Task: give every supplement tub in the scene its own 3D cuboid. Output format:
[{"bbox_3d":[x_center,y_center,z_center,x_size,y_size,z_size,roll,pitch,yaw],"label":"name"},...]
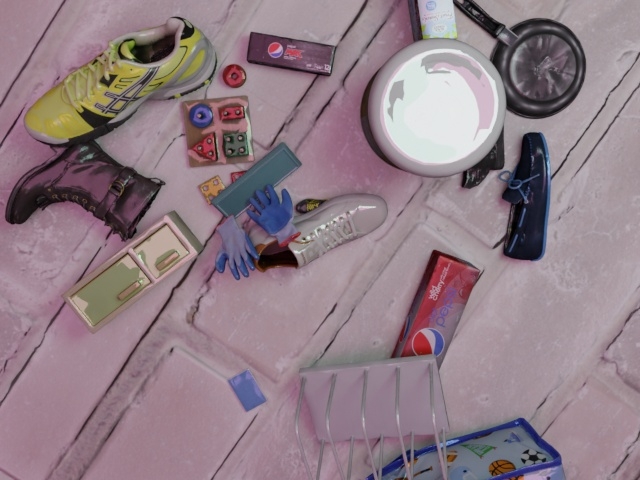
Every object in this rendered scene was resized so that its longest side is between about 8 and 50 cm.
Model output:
[{"bbox_3d":[0.189,-0.233,1.342,0.228,0.316,0.229,0,98,0],"label":"supplement tub"}]

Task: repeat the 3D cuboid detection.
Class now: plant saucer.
[{"bbox_3d":[-0.128,-0.113,1.491,0.192,0.018,0.067,-38,121,7],"label":"plant saucer"}]

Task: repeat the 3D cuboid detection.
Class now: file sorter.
[{"bbox_3d":[0.101,0.362,1.447,0.277,0.173,0.193,-8,118,12],"label":"file sorter"}]

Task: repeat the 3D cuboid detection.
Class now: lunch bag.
[{"bbox_3d":[0.296,0.582,1.501,0.385,0.239,0.328,-17,100,-5],"label":"lunch bag"}]

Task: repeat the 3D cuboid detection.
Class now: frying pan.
[{"bbox_3d":[0.404,-0.396,1.461,0.197,0.053,0.326,-28,100,2],"label":"frying pan"}]

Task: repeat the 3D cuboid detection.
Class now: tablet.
[{"bbox_3d":[-0.155,0.317,1.572,0.054,0.006,0.083,-29,96,4],"label":"tablet"}]

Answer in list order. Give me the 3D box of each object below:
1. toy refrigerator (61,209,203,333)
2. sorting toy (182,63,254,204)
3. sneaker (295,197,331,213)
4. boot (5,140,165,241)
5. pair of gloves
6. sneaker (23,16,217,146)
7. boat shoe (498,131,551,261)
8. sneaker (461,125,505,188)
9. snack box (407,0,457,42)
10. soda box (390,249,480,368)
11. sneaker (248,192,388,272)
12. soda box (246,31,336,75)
[{"bbox_3d":[-0.375,0.062,1.491,0.269,0.094,0.102,-37,96,4],"label":"toy refrigerator"},{"bbox_3d":[-0.204,-0.208,1.479,0.132,0.046,0.275,-5,98,0],"label":"sorting toy"},{"bbox_3d":[-0.009,-0.072,1.504,0.083,0.035,0.031,-7,97,0],"label":"sneaker"},{"bbox_3d":[-0.466,-0.077,1.472,0.229,0.091,0.263,41,94,-5],"label":"boot"},{"bbox_3d":[-0.131,-0.016,1.445,0.198,0.159,0.023,-36,140,7],"label":"pair of gloves"},{"bbox_3d":[-0.390,-0.311,1.393,0.384,0.147,0.145,-29,68,-2],"label":"sneaker"},{"bbox_3d":[0.404,-0.084,1.473,0.088,0.109,0.259,-1,96,3],"label":"boat shoe"},{"bbox_3d":[0.318,-0.192,1.483,0.089,0.051,0.170,-7,101,-4],"label":"sneaker"},{"bbox_3d":[0.199,-0.462,1.382,0.070,0.174,0.207,-8,99,4],"label":"snack box"},{"bbox_3d":[0.229,0.158,1.514,0.092,0.083,0.263,20,97,-3],"label":"soda box"},{"bbox_3d":[0.000,0.000,1.460,0.290,0.123,0.106,-18,126,7],"label":"sneaker"},{"bbox_3d":[-0.057,-0.364,1.454,0.168,0.053,0.060,9,97,-2],"label":"soda box"}]
